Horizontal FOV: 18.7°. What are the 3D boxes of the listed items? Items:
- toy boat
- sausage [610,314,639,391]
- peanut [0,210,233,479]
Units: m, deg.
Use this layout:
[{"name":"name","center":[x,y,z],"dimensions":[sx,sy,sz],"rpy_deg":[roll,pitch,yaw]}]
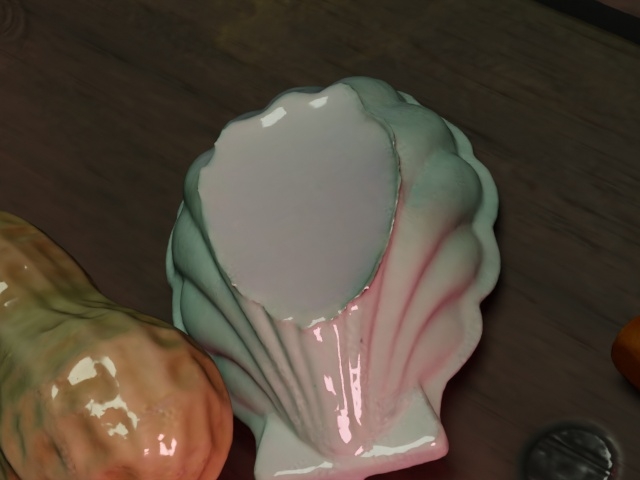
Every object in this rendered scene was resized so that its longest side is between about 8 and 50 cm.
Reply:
[{"name":"toy boat","center":[0.000,0.000,1.080],"dimensions":[0.199,0.100,0.290],"rpy_deg":[-16,49,8]},{"name":"sausage","center":[0.203,0.084,0.983],"dimensions":[0.039,0.041,0.131],"rpy_deg":[-25,47,-28]},{"name":"peanut","center":[-0.161,0.068,1.069],"dimensions":[0.120,0.136,0.298],"rpy_deg":[-9,31,-42]}]
